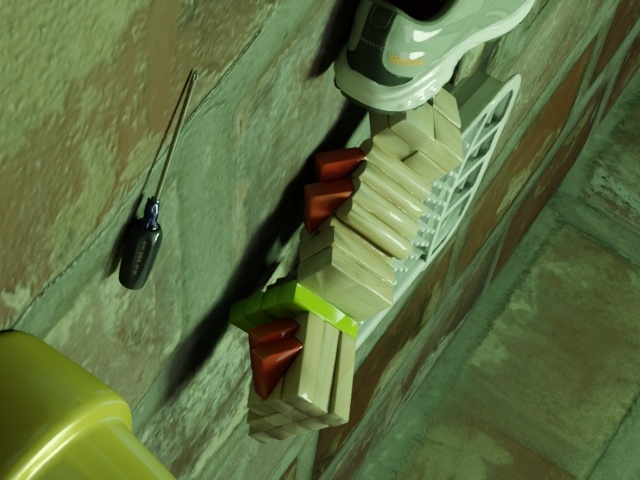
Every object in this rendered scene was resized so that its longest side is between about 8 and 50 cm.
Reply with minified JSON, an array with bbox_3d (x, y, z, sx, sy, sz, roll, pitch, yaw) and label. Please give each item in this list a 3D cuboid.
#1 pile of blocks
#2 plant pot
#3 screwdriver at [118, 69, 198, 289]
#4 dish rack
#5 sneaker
[{"bbox_3d":[0.000,0.000,1.463,0.112,0.149,0.362,35,74,-36],"label":"pile of blocks"},{"bbox_3d":[-0.157,0.221,0.992,0.254,0.239,0.254,-54,167,-19],"label":"plant pot"},{"bbox_3d":[-0.108,-0.040,1.084,0.024,0.025,0.170,-38,148,-57],"label":"screwdriver"},{"bbox_3d":[0.082,-0.026,1.742,0.333,0.072,0.285,-49,166,-39],"label":"dish rack"},{"bbox_3d":[0.112,-0.212,1.338,0.271,0.100,0.108,-49,160,-37],"label":"sneaker"}]
